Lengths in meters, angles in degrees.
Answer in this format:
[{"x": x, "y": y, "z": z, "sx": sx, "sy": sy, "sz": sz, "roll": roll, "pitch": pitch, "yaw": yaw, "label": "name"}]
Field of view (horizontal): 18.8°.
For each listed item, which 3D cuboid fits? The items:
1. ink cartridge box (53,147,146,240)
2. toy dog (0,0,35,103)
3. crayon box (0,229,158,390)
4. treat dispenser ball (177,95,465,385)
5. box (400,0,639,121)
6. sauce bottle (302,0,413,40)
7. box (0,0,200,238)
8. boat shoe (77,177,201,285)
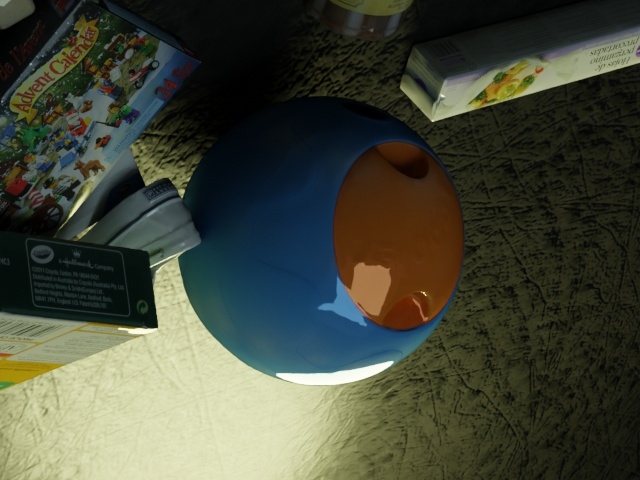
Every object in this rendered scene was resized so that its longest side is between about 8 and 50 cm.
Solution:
[{"x": -0.237, "y": -0.087, "z": 1.788, "sx": 0.104, "sy": 0.060, "sz": 0.180, "roll": -32, "pitch": 148, "yaw": -11, "label": "ink cartridge box"}, {"x": -0.319, "y": -0.208, "z": 1.454, "sx": 0.220, "sy": 0.161, "sz": 0.334, "roll": -45, "pitch": 148, "yaw": 9, "label": "toy dog"}, {"x": -0.334, "y": 0.080, "z": 1.780, "sx": 0.323, "sy": 0.083, "sz": 0.203, "roll": -23, "pitch": 159, "yaw": 38, "label": "crayon box"}, {"x": 0.000, "y": 0.000, "z": 1.925, "sx": 0.288, "sy": 0.288, "sz": 0.288, "roll": -26, "pitch": 146, "yaw": -19, "label": "treat dispenser ball"}, {"x": 0.237, "y": -0.205, "z": 2.118, "sx": 0.324, "sy": 0.067, "sz": 0.063, "roll": -18, "pitch": 144, "yaw": -31, "label": "box"}, {"x": 0.073, "y": -0.343, "z": 1.738, "sx": 0.111, "sy": 0.111, "sz": 0.344, "roll": -14, "pitch": 139, "yaw": -34, "label": "sauce bottle"}, {"x": -0.233, "y": -0.105, "z": 1.670, "sx": 0.233, "sy": 0.044, "sz": 0.159, "roll": -49, "pitch": 144, "yaw": 13, "label": "box"}, {"x": -0.205, "y": 0.036, "z": 1.888, "sx": 0.095, "sy": 0.084, "sz": 0.258, "roll": -28, "pitch": 171, "yaw": -41, "label": "boat shoe"}]
